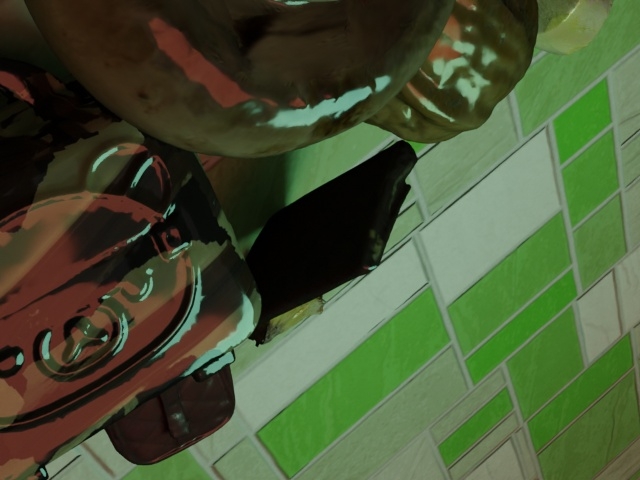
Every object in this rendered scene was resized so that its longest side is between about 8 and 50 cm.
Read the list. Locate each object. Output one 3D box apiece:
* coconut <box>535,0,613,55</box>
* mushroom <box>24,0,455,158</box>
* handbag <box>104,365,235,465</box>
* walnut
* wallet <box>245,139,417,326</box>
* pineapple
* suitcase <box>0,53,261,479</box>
[{"bbox_3d":[0.237,-0.279,1.271,0.152,0.147,0.147,11,116,-52],"label":"coconut"},{"bbox_3d":[-0.042,-0.240,0.857,0.362,0.294,0.362,-3,97,-30],"label":"mushroom"},{"bbox_3d":[-0.179,0.123,1.236,0.146,0.135,0.225,-26,141,-19],"label":"handbag"},{"bbox_3d":[0.087,-0.209,1.131,0.261,0.225,0.225,20,108,-45],"label":"walnut"},{"bbox_3d":[0.000,0.000,1.211,0.049,0.229,0.182,41,48,-19],"label":"wallet"},{"bbox_3d":[-0.045,0.071,1.376,0.116,0.069,0.137,-51,145,4],"label":"pineapple"},{"bbox_3d":[-0.255,0.004,0.995,0.351,0.194,0.339,-32,114,-20],"label":"suitcase"}]
